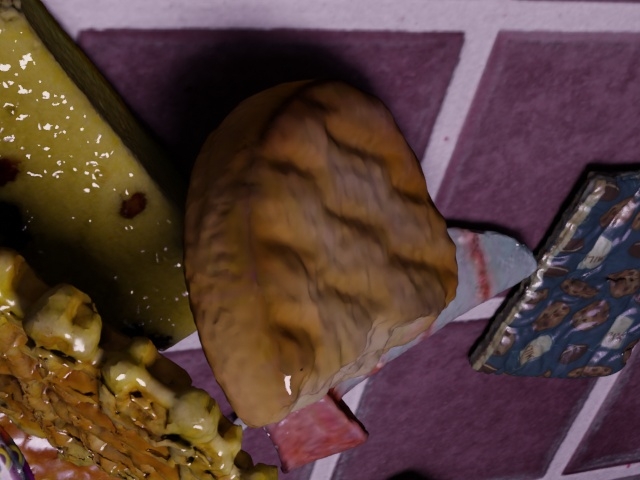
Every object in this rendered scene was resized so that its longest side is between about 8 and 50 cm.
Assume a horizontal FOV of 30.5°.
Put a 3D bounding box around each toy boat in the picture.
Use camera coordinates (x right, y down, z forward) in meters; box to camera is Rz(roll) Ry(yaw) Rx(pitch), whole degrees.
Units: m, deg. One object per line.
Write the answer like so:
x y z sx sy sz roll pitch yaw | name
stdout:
0.056 0.060 0.970 0.282 0.096 0.206 -29 123 -8 | toy boat

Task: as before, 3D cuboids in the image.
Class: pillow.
0.262 0.037 1.086 0.188 0.034 0.256 1 129 -31 | pillow

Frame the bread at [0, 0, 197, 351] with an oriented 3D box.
-0.182 -0.044 0.741 0.138 0.077 0.361 -31 138 4 | bread

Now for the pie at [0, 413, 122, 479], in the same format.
-0.289 0.223 0.946 0.308 0.085 0.308 -15 137 -15 | pie

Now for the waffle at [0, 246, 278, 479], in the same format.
-0.162 0.093 0.753 0.051 0.291 0.291 -56 146 -26 | waffle

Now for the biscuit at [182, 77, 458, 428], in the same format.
-0.001 0.000 0.786 0.091 0.213 0.274 -13 177 33 | biscuit

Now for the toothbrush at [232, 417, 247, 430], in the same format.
-0.125 0.215 1.009 0.204 0.017 0.022 -44 157 -26 | toothbrush

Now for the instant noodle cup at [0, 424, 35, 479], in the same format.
-0.306 0.182 0.747 0.251 0.190 0.251 -1 93 -18 | instant noodle cup
